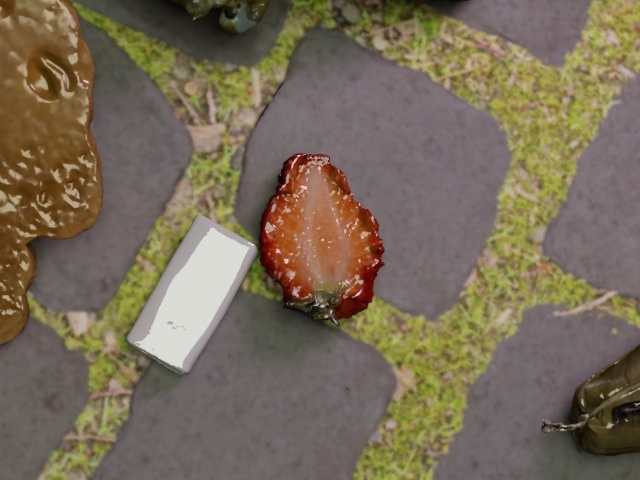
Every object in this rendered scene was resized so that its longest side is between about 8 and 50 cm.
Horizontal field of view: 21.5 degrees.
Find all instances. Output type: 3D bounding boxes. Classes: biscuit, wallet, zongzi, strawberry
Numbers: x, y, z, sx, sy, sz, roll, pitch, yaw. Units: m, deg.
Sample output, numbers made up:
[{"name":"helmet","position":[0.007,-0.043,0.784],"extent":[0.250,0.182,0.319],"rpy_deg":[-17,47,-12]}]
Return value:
[{"name":"biscuit","position":[-0.306,-0.097,1.326],"extent":[0.269,0.051,0.375],"rpy_deg":[-15,97,0]},{"name":"wallet","position":[-0.105,0.045,1.376],"extent":[0.061,0.025,0.122],"rpy_deg":[30,78,-5]},{"name":"zongzi","position":[0.271,0.092,1.419],"extent":[0.189,0.081,0.178],"rpy_deg":[-6,60,4]},{"name":"strawberry","position":[0.000,0.001,1.391],"extent":[0.104,0.048,0.152],"rpy_deg":[-2,68,-3]}]

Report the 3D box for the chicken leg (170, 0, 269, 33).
[{"name":"chicken leg","position":[-0.145,-0.326,1.245],"extent":[0.153,0.429,0.201],"rpy_deg":[5,68,19]}]
